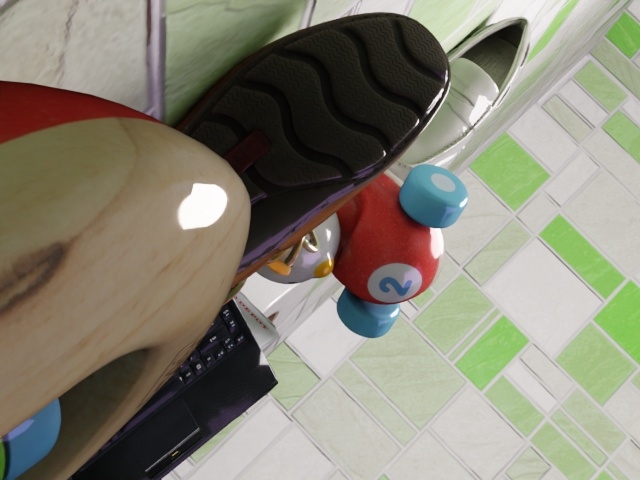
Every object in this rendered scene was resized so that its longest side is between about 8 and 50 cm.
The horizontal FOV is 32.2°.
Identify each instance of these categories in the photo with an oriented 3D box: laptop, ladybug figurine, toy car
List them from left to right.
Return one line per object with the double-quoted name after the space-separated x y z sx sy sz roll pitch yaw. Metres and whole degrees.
-0.204 0.063 0.430 0.449 0.162 0.305 -37 169 -48 "ladybug figurine"
-0.147 0.106 1.021 0.234 0.264 0.136 -36 -157 -26 "laptop"
0.000 0.000 1.225 0.238 0.210 0.219 -20 147 -45 "toy car"

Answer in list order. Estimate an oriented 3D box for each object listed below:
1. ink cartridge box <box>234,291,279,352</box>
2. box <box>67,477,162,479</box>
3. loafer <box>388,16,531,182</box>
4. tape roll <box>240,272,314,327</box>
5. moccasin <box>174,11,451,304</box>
-0.138 0.105 1.237 0.072 0.127 0.175 -48 173 20 "ink cartridge box"
-0.390 0.424 1.454 0.312 0.179 0.343 -47 173 6 "box"
0.179 -0.194 1.472 0.319 0.112 0.111 -50 172 -33 "loafer"
-0.159 0.158 1.694 0.392 0.072 0.392 -45 174 -6 "tape roll"
-0.057 -0.034 0.849 0.380 0.139 0.147 -46 180 -9 "moccasin"
